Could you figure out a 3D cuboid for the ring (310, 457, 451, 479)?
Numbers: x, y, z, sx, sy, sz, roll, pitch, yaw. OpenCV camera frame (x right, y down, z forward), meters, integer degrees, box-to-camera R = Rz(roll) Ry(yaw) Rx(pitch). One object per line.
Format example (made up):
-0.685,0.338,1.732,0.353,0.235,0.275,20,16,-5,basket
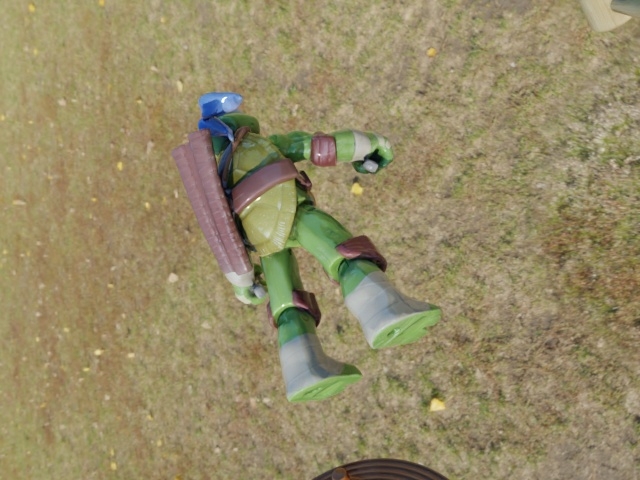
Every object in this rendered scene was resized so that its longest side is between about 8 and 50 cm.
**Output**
0.032,0.381,0.562,0.336,0.336,0.032,5,129,48,ring

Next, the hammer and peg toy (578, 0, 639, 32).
0.491,-0.295,0.538,0.361,0.127,0.266,-27,36,28,hammer and peg toy

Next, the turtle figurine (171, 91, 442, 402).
0.000,0.000,0.492,0.275,0.197,0.266,75,169,-61,turtle figurine
